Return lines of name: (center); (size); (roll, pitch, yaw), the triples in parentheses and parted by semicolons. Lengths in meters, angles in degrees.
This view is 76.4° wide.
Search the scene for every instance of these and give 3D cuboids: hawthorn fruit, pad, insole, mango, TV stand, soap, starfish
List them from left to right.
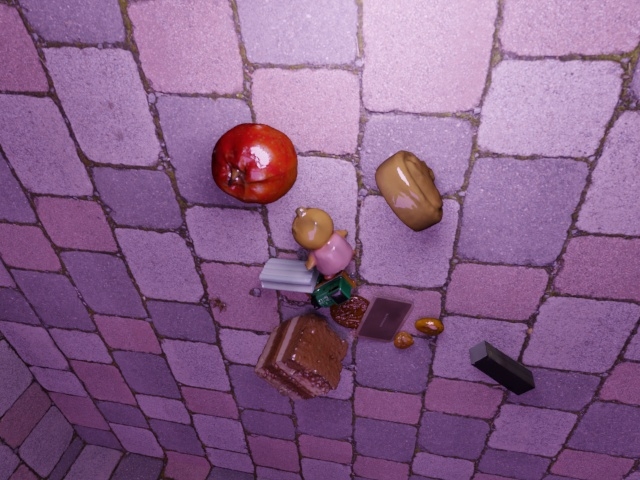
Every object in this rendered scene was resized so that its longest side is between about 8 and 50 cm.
starfish: (-0.448, 0.284, 1.779); (0.078, 0.028, 0.091); (3, 130, 18)
hawthorn fruit: (-0.201, -0.204, 1.184); (0.253, 0.300, 0.254); (7, 125, 10)
soap: (-0.115, 0.130, 1.520); (0.197, 0.119, 0.067); (4, 128, 14)
insole: (-0.025, 0.102, 1.557); (0.065, 0.006, 0.193); (-27, 117, 29)
pad: (0.255, 0.321, 1.636); (0.176, 0.002, 0.266); (11, 129, -9)
mango: (0.426, 0.337, 1.597); (0.114, 0.057, 0.079); (1, 131, 23)
TV stand: (0.731, 0.517, 1.642); (0.269, 0.083, 0.088); (34, 127, -11)

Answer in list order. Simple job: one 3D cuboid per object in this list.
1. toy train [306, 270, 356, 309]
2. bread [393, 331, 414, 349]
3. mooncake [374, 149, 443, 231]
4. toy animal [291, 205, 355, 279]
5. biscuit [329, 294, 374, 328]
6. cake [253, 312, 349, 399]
toy train: (0.037, 0.189, 1.519); (0.227, 0.136, 0.091); (-32, 116, 21)
bread: (0.342, 0.414, 1.676); (0.083, 0.046, 0.081); (-14, 128, 16)
mooncake: (0.253, -0.152, 1.147); (0.117, 0.235, 0.235); (-28, 115, 30)
toy animal: (0.000, -0.001, 1.377); (0.195, 0.169, 0.281); (-42, 109, -11)
biscuit: (0.130, 0.294, 1.650); (0.187, 0.027, 0.188); (6, 126, 9)
cake: (-0.079, 0.489, 1.687); (0.255, 0.282, 0.290); (44, 126, -16)
